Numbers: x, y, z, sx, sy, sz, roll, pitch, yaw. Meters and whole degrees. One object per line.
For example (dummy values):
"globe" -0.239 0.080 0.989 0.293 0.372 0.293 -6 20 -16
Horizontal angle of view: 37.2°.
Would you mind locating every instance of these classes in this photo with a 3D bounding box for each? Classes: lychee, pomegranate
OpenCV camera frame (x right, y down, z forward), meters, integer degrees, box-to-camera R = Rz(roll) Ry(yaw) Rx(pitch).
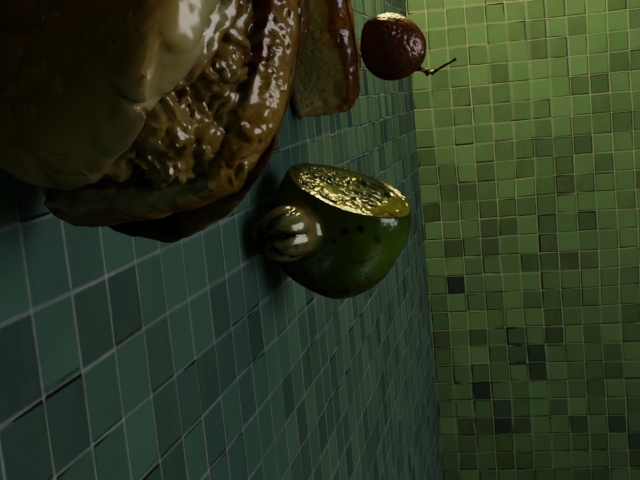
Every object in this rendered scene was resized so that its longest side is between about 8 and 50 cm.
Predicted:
"lychee" 0.121 -0.292 1.474 0.140 0.114 0.101 54 36 -25
"pomegranate" 0.014 0.004 1.276 0.241 0.189 0.159 -60 168 -70

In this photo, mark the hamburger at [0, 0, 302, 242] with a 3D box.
"hamburger" -0.124 -0.126 0.609 0.163 0.244 0.245 27 57 -51

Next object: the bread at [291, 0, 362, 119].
"bread" 0.000 -0.342 1.459 0.185 0.114 0.275 -76 160 -53

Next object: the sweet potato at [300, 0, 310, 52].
"sweet potato" -0.066 -0.359 1.209 0.097 0.097 0.292 -43 128 -74
